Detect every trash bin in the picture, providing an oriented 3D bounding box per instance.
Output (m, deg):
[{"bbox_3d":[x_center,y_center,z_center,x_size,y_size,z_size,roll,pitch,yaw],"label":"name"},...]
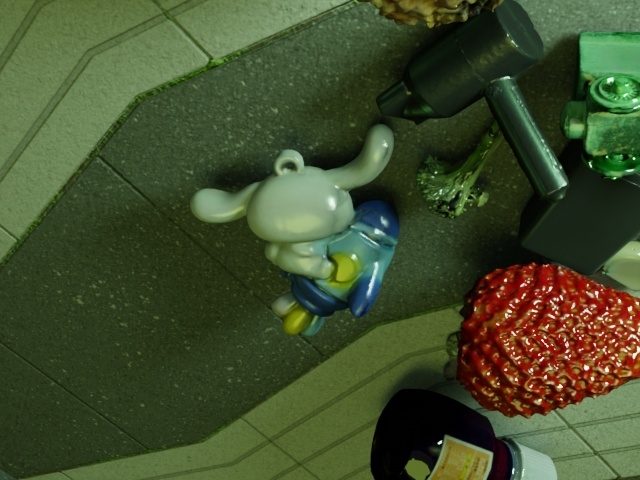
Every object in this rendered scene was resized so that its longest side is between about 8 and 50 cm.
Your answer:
[{"bbox_3d":[0.445,-0.061,1.486,0.165,0.115,0.225,23,136,-7],"label":"trash bin"}]

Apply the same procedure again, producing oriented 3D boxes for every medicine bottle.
[{"bbox_3d":[0.317,0.478,1.944,0.394,0.243,0.242,24,134,-18],"label":"medicine bottle"}]

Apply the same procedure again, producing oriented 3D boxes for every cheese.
[{"bbox_3d":[0.578,0.054,1.606,0.171,0.048,0.092,22,135,-8],"label":"cheese"}]

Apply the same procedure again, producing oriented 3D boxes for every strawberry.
[{"bbox_3d":[0.414,0.155,1.573,0.351,0.312,0.267,-9,106,29],"label":"strawberry"}]

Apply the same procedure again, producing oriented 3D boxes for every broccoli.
[{"bbox_3d":[0.245,-0.126,1.496,0.122,0.118,0.204,47,115,10],"label":"broccoli"}]

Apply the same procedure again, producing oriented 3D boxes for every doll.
[{"bbox_3d":[0.004,-0.005,1.624,0.375,0.187,0.366,-7,121,35],"label":"doll"}]

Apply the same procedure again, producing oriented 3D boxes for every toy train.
[{"bbox_3d":[0.476,-0.193,1.288,0.265,0.202,0.145,4,134,12],"label":"toy train"}]

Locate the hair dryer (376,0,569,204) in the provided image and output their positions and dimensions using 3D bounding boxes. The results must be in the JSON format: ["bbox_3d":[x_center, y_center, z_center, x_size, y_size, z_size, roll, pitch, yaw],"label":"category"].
[{"bbox_3d":[0.241,-0.169,1.346,0.244,0.116,0.303,-34,76,38],"label":"hair dryer"}]

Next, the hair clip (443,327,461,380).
[{"bbox_3d":[0.338,0.241,1.842,0.187,0.056,0.146,3,127,15],"label":"hair clip"}]

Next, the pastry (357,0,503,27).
[{"bbox_3d":[0.089,-0.468,1.077,0.405,0.292,0.337,30,125,1],"label":"pastry"}]
